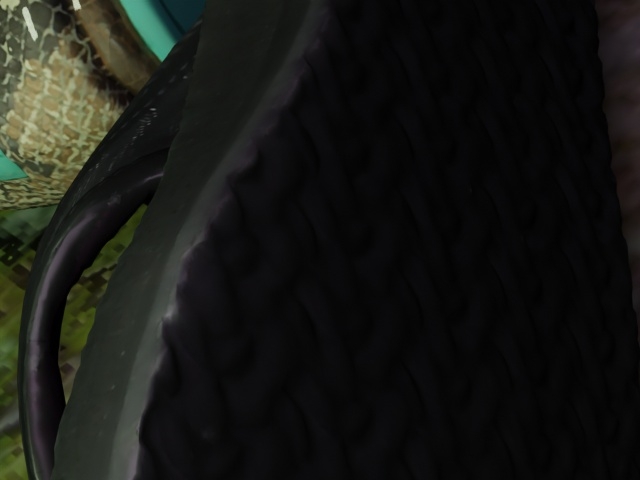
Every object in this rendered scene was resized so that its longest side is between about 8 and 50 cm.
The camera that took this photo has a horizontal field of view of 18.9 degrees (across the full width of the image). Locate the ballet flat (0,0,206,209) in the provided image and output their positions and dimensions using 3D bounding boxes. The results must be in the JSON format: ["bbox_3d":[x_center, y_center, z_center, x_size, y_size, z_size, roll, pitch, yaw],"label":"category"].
[{"bbox_3d":[-0.052,-0.205,0.718,0.182,0.164,0.483,-12,44,37],"label":"ballet flat"}]

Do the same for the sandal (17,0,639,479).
[{"bbox_3d":[0.002,0.000,0.503,0.107,0.167,0.445,-28,34,31],"label":"sandal"}]
